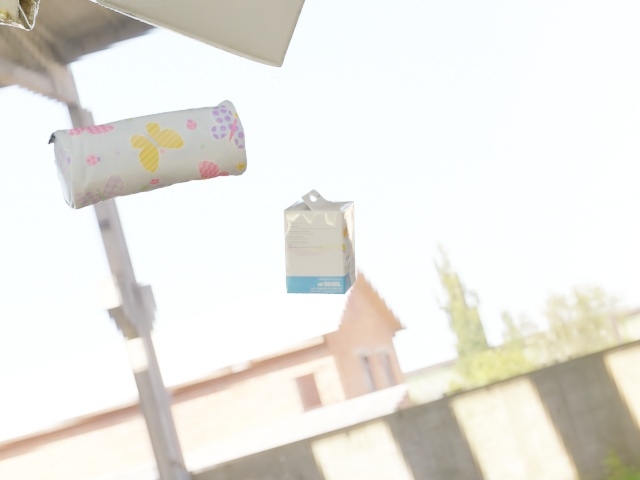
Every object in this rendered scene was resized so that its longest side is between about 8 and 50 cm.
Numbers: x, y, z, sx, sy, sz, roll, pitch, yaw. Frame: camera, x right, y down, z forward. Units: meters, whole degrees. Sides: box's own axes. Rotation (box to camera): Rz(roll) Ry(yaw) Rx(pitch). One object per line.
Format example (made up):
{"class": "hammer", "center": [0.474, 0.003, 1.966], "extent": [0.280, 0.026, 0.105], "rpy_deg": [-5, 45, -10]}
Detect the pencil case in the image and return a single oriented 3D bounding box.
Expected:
{"class": "pencil case", "center": [-0.239, -0.121, 1.960], "extent": [0.273, 0.113, 0.124], "rpy_deg": [-13, -8, -15]}

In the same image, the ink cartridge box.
{"class": "ink cartridge box", "center": [0.000, 0.000, 2.045], "extent": [0.090, 0.143, 0.092], "rpy_deg": [1, 12, 13]}

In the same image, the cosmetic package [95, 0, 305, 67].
{"class": "cosmetic package", "center": [-0.081, -0.246, 1.073], "extent": [0.151, 0.183, 0.151], "rpy_deg": [18, 7, -14]}

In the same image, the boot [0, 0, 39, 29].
{"class": "boot", "center": [-0.328, -0.196, 1.191], "extent": [0.165, 0.213, 0.077], "rpy_deg": [14, 18, 0]}
